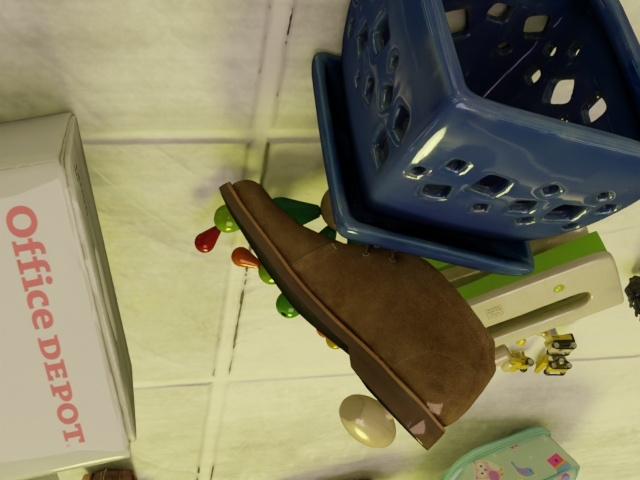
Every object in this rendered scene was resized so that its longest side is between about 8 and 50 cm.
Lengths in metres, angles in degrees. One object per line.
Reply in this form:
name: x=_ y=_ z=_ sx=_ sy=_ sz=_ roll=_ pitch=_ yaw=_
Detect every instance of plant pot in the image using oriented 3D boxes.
plant pot: x=0.126 y=-0.110 z=0.896 sx=0.235 sy=0.236 sz=0.212 roll=12 pitch=139 yaw=-28

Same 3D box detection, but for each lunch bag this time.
lunch bag: x=0.249 y=0.404 z=1.535 sx=0.224 sy=0.108 sz=0.279 roll=-15 pitch=137 yaw=-36

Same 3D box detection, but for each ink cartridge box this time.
ink cartridge box: x=-0.379 y=0.070 z=0.917 sx=0.394 sy=0.166 sz=0.286 roll=-10 pitch=114 yaw=-5

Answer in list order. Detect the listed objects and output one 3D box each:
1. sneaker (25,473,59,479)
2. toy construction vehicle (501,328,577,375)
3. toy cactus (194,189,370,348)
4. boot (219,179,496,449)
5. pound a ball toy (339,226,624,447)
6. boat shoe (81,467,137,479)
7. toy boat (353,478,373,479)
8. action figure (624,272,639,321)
sneaker: x=-0.467 y=0.277 z=1.247 sx=0.169 sy=0.108 sz=0.292 roll=-37 pitch=125 yaw=26
toy construction vehicle: x=0.288 y=0.144 z=1.373 sx=0.098 sy=0.035 sz=0.086 roll=1 pitch=147 yaw=-14
toy cactus: x=0.000 y=0.000 z=1.061 sx=0.219 sy=0.112 sz=0.181 roll=32 pitch=99 yaw=1
boot: x=0.031 y=0.038 z=0.950 sx=0.115 sy=0.305 sz=0.112 roll=-43 pitch=162 yaw=-4
pound a ball toy: x=0.167 y=0.093 z=1.143 sx=0.319 sy=0.208 sz=0.136 roll=-22 pitch=139 yaw=7
boat shoe: x=-0.258 y=0.378 z=1.435 sx=0.073 sy=0.073 sz=0.207 roll=-13 pitch=139 yaw=1
toy boat: x=0.009 y=0.444 z=1.562 sx=0.231 sy=0.151 sz=0.151 roll=-13 pitch=168 yaw=-2
action figure: x=0.503 y=0.025 z=1.221 sx=0.164 sy=0.141 sz=0.275 roll=35 pitch=121 yaw=-28
